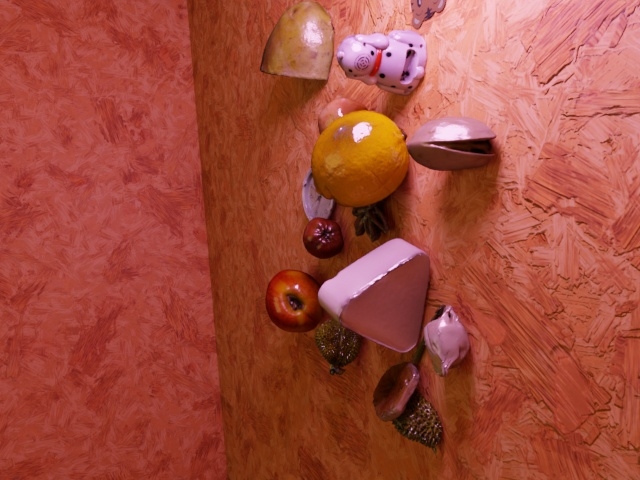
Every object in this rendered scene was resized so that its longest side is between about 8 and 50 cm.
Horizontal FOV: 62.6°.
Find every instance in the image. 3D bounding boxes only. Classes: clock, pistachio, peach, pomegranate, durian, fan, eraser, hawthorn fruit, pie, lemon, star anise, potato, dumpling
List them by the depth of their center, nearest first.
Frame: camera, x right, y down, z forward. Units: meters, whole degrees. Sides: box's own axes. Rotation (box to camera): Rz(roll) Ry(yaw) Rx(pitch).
[{"bbox_3d":[0.333,-0.246,1.353,0.238,0.153,0.137,6,110,35],"label":"pistachio"},{"bbox_3d":[0.338,0.280,1.438,0.136,0.118,0.199,111,174,-62],"label":"dumpling"},{"bbox_3d":[0.296,-0.734,1.494,0.152,0.008,0.226,-11,85,62],"label":"fan"},{"bbox_3d":[0.156,-0.527,1.531,0.189,0.254,0.188,179,90,-66],"label":"clock"},{"bbox_3d":[0.153,0.170,1.554,0.150,0.331,0.331,35,123,56],"label":"eraser"},{"bbox_3d":[0.116,-0.242,1.582,0.297,0.297,0.297,12,104,61],"label":"lemon"},{"bbox_3d":[0.277,0.542,1.595,0.221,0.096,0.137,30,120,51],"label":"durian"},{"bbox_3d":[0.228,0.462,1.623,0.195,0.046,0.195,-50,15,18],"label":"pie"},{"bbox_3d":[0.162,-0.097,1.751,0.197,0.073,0.212,-6,85,58],"label":"star anise"},{"bbox_3d":[0.077,-0.382,1.763,0.191,0.191,0.191,12,104,61],"label":"pomegranate"},{"bbox_3d":[0.069,0.370,1.904,0.198,0.159,0.146,63,-175,-12],"label":"durian"},{"bbox_3d":[0.000,0.000,1.998,0.203,0.163,0.162,142,121,-69],"label":"hawthorn fruit"},{"bbox_3d":[-0.106,-0.778,2.024,0.330,0.213,0.280,41,128,51],"label":"potato"},{"bbox_3d":[0.003,-0.177,2.057,0.236,0.053,0.236,15,107,58],"label":"clock"},{"bbox_3d":[-0.103,0.246,2.123,0.281,0.238,0.281,51,175,6],"label":"peach"}]

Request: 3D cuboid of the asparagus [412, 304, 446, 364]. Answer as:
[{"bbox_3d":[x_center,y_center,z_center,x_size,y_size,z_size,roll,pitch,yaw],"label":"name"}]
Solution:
[{"bbox_3d":[0.319,0.277,1.557,0.025,0.024,0.248,24,123,11],"label":"asparagus"}]
